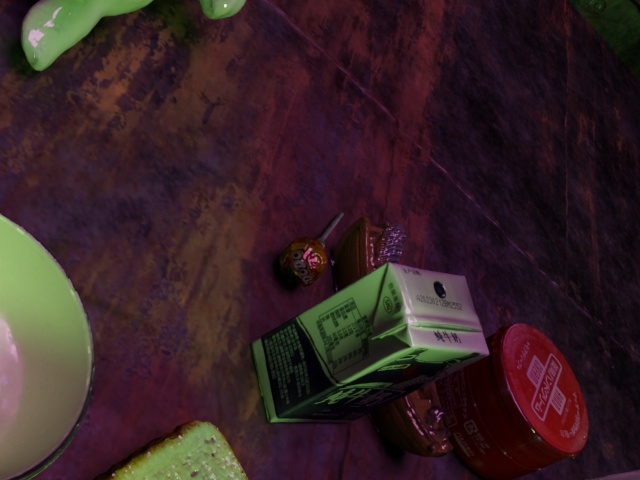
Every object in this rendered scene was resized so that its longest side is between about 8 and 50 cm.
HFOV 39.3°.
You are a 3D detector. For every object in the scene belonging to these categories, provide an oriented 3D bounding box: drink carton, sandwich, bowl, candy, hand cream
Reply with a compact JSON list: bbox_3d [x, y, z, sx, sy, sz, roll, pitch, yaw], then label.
[{"bbox_3d":[0.051,0.115,0.965,0.134,0.222,0.102,14,53,-43],"label":"drink carton"},{"bbox_3d":[-0.114,0.281,0.780,0.186,0.065,0.215,-26,84,-54],"label":"sandwich"},{"bbox_3d":[-0.299,0.089,0.662,0.237,0.126,0.238,29,44,-32],"label":"bowl"},{"bbox_3d":[0.000,0.000,1.154,0.060,0.060,0.201,52,27,-6],"label":"candy"},{"bbox_3d":[0.258,0.220,1.211,0.193,0.125,0.193,28,45,-33],"label":"hand cream"}]

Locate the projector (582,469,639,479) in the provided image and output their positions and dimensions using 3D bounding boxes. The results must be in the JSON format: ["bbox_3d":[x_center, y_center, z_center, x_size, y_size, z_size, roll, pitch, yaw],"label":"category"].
[{"bbox_3d":[0.193,0.426,0.713,0.242,0.395,0.405,48,33,-40],"label":"projector"}]

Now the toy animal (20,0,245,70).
[{"bbox_3d":[-0.214,-0.331,1.037,0.241,0.196,0.368,49,34,-12],"label":"toy animal"}]

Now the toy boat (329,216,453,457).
[{"bbox_3d":[0.103,0.113,1.121,0.089,0.121,0.321,20,49,-47],"label":"toy boat"}]
